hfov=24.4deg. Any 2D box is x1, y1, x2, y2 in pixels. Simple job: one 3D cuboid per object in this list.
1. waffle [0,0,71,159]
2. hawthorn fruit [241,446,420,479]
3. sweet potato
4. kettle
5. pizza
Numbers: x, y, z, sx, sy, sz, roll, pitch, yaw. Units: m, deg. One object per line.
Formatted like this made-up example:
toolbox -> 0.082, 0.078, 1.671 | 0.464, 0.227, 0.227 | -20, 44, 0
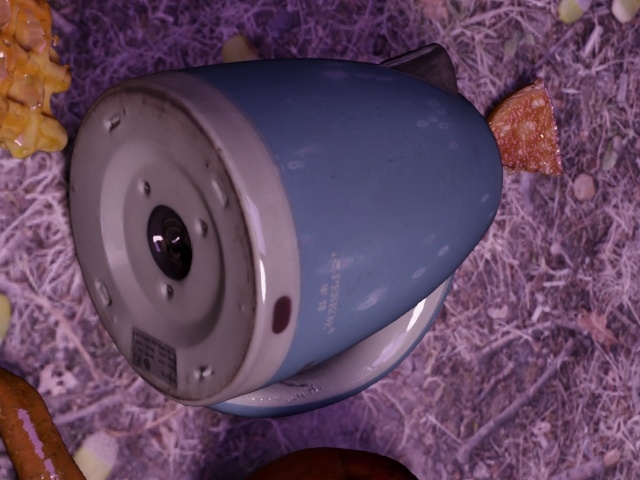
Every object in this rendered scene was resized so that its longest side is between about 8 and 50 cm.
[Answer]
waffle -> -0.258, -0.202, 1.083 | 0.281, 0.058, 0.301 | -26, 114, -61
hawthorn fruit -> 0.013, 0.262, 1.157 | 0.224, 0.261, 0.224 | 6, 66, -13
sweet potato -> -0.204, 0.211, 1.145 | 0.067, 0.067, 0.274 | -21, 92, -31
kettle -> 0.000, 0.000, 1.211 | 0.342, 0.247, 0.319 | -16, 126, -39
pizza -> 0.184, -0.098, 1.427 | 0.099, 0.029, 0.100 | -18, 94, -23
